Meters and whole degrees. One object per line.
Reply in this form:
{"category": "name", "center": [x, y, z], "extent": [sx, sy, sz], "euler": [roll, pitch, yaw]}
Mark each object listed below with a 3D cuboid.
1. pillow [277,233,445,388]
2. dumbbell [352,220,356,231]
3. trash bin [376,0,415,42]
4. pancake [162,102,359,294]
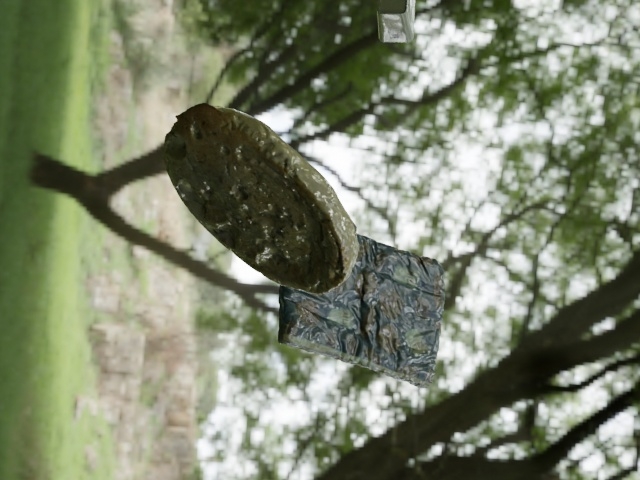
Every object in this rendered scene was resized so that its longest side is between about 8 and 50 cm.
{"category": "pillow", "center": [0.058, 0.079, 1.573], "extent": [0.034, 0.255, 0.189], "euler": [-32, -134, 53]}
{"category": "dumbbell", "center": [0.000, 0.000, 1.252], "extent": [0.083, 0.040, 0.036], "euler": [-27, -103, 37]}
{"category": "trash bin", "center": [0.088, -0.281, 1.418], "extent": [0.092, 0.043, 0.061], "euler": [52, 41, -77]}
{"category": "pancake", "center": [-0.039, -0.025, 0.743], "extent": [0.025, 0.151, 0.151], "euler": [-49, 177, -26]}
